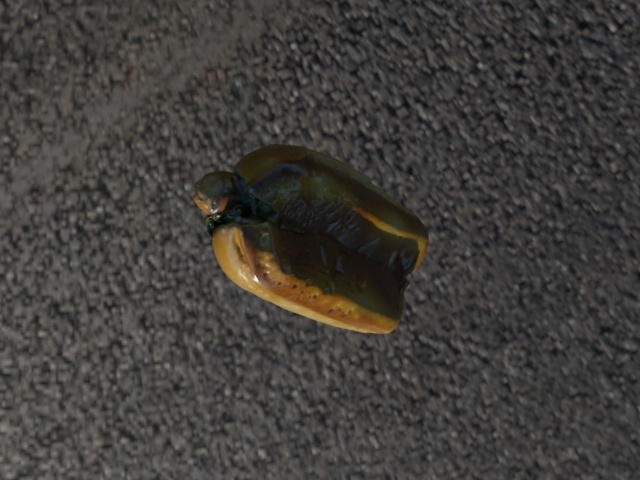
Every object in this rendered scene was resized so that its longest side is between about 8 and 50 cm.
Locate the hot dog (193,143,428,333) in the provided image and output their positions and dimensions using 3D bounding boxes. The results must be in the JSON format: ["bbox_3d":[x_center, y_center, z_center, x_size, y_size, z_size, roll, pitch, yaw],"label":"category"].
[{"bbox_3d":[0.000,0.000,0.847,0.249,0.068,0.100,29,81,-62],"label":"hot dog"}]
